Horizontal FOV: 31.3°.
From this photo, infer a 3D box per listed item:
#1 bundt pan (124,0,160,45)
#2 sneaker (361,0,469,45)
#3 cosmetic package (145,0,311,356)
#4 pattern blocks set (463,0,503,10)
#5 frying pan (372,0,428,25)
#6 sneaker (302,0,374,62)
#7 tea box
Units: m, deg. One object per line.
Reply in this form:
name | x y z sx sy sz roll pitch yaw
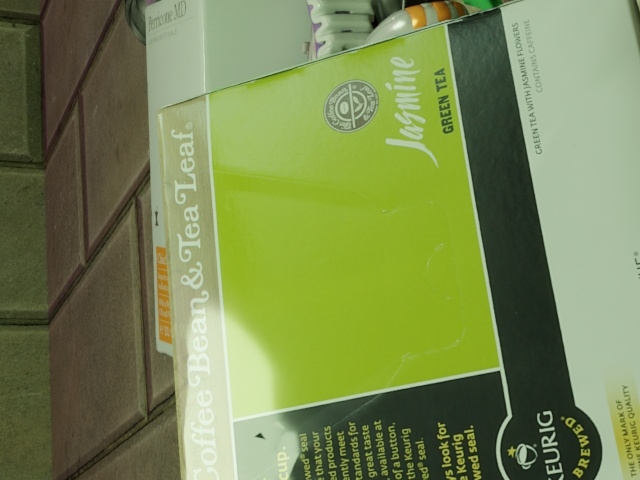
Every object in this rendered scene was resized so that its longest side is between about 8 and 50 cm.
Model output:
bundt pan | -0.236 -0.447 1.794 0.331 0.124 0.331 -178 90 -73
sneaker | 0.074 -0.080 1.103 0.321 0.124 0.180 127 128 -69
cosmetic package | -0.105 -0.075 1.412 0.230 0.161 0.453 -176 84 -65
pattern blocks set | 0.205 -0.327 0.922 0.285 0.026 0.325 51 128 48
frying pan | 0.064 -0.363 1.172 0.197 0.053 0.326 112 150 -77
sneaker | 0.019 -0.238 1.287 0.104 0.095 0.236 135 132 -67
tea box | 0.087 0.055 0.754 0.220 0.323 0.329 40 -139 -63
